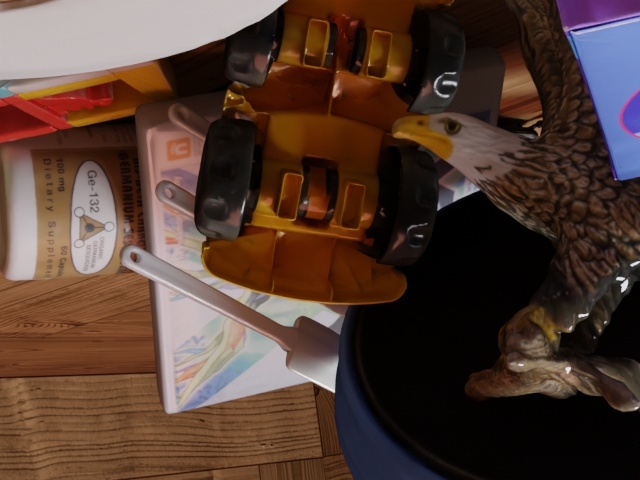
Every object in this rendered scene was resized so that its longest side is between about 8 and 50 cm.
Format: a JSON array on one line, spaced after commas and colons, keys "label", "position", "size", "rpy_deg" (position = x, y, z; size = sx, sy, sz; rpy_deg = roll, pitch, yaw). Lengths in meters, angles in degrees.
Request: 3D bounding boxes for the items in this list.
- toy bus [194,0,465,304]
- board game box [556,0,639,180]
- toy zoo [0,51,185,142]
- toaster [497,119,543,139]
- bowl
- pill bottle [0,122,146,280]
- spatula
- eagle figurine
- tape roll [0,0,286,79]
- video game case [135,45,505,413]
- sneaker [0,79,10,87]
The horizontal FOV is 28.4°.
[{"label": "toy bus", "position": [-0.003, -0.087, 0.865], "size": [0.149, 0.220, 0.211], "rpy_deg": [9, -169, -9]}, {"label": "board game box", "position": [0.264, -0.115, 0.453], "size": [0.347, 0.078, 0.233], "rpy_deg": [-11, 168, 15]}, {"label": "toy zoo", "position": [-0.231, -0.115, 0.916], "size": [0.293, 0.030, 0.192], "rpy_deg": [-10, 169, 13]}, {"label": "toaster", "position": [0.128, -0.053, 1.278], "size": [0.168, 0.110, 0.185], "rpy_deg": [-2, 167, -32]}, {"label": "bowl", "position": [0.197, 0.074, 0.876], "size": [0.391, 0.391, 0.077], "rpy_deg": [-9, 126, 6]}, {"label": "pill bottle", "position": [-0.163, -0.037, 1.098], "size": [0.229, 0.131, 0.131], "rpy_deg": [-4, 168, -20]}, {"label": "spatula", "position": [-0.038, 0.006, 0.958], "size": [0.242, 0.168, 0.019], "rpy_deg": [31, 150, -31]}, {"label": "eagle figurine", "position": [0.151, -0.059, 0.707], "size": [0.225, 0.298, 0.226], "rpy_deg": [26, 165, -37]}, {"label": "tape roll", "position": [-0.119, -0.161, 0.348], "size": [0.246, 0.169, 0.246], "rpy_deg": [-2, 168, 0]}, {"label": "video game case", "position": [0.000, 0.000, 1.087], "size": [0.300, 0.036, 0.329], "rpy_deg": [-12, 134, -15]}, {"label": "sneaker", "position": [-0.185, -0.138, 0.700], "size": [0.227, 0.087, 0.130], "rpy_deg": [-13, 167, 10]}]
